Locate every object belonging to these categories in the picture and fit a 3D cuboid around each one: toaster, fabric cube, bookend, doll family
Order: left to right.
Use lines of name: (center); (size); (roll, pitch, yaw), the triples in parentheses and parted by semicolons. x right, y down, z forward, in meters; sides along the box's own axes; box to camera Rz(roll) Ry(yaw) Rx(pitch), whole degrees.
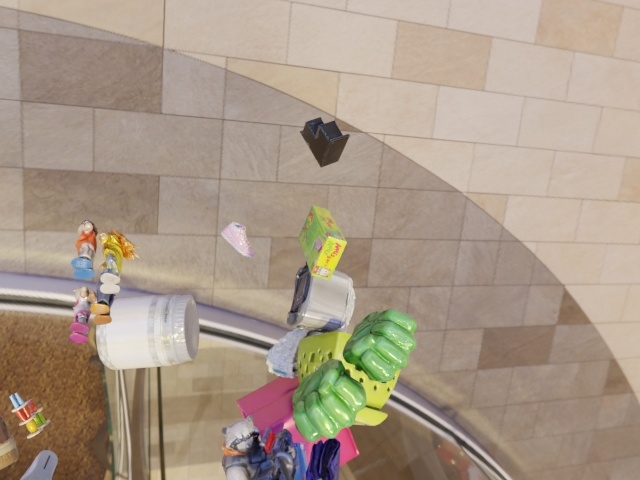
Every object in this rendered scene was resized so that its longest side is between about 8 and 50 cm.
doll family: (-0.432, 0.074, 1.053); (0.118, 0.163, 0.263); (6, 124, -22)
fabric cube: (-0.075, 0.590, 1.657); (0.258, 0.259, 0.254); (-25, 106, -19)
toaster: (0.001, 0.161, 1.509); (0.146, 0.129, 0.227); (20, 61, -18)
bookend: (0.010, -0.351, 1.727); (0.072, 0.156, 0.157); (-24, 73, -22)

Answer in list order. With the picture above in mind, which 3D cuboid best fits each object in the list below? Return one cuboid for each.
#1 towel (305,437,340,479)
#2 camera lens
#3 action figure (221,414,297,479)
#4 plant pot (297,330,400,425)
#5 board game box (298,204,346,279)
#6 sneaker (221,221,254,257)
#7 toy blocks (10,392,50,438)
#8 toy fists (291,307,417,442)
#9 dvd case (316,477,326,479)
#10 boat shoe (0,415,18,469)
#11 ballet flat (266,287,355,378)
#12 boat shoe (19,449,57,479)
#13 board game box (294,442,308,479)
towel: (-0.007, 0.615, 1.134); (0.076, 0.227, 0.308); (4, 92, 7)
camera lens: (-0.532, 0.280, 1.619); (0.274, 0.219, 0.219); (-4, 106, -1)
action figure: (-0.137, 0.527, 1.054); (0.178, 0.341, 0.330); (-14, 82, 5)
plant pot: (0.064, 0.387, 1.445); (0.228, 0.227, 0.207); (24, 65, -24)
board game box: (0.000, 0.000, 1.133); (0.043, 0.181, 0.092); (17, 110, -19)
sneaker: (-0.260, -0.006, 1.742); (0.134, 0.051, 0.070); (43, 106, -4)
toy blocks: (-0.963, 0.561, 1.728); (0.054, 0.123, 0.148); (-27, 96, -9)
toy fists: (0.058, 0.228, 0.918); (0.279, 0.142, 0.096); (-43, 102, -11)
dvd case: (-0.075, 0.390, 0.549); (0.253, 0.022, 0.180); (-22, 81, -7)
boat shoe: (-0.579, 0.270, 0.762); (0.342, 0.123, 0.123); (-8, 93, 29)
ballet flat: (0.004, 0.302, 1.704); (0.409, 0.147, 0.147); (-42, 115, -27)
boat shoe: (-0.764, 0.658, 1.396); (0.083, 0.226, 0.076); (35, 95, -11)
board game box: (-0.102, 0.652, 1.362); (0.160, 0.210, 0.047); (-23, 148, 18)
